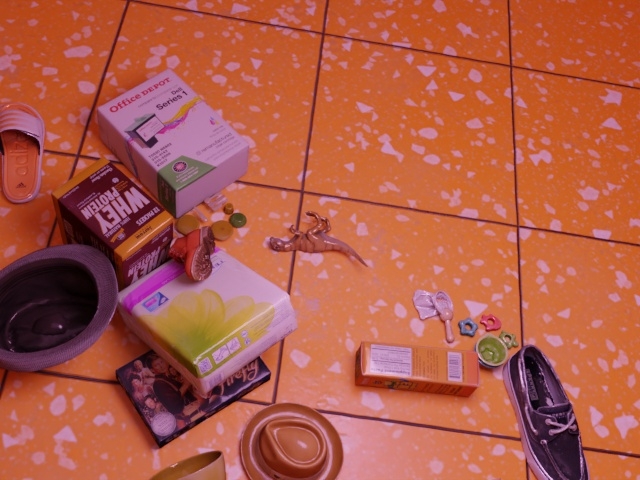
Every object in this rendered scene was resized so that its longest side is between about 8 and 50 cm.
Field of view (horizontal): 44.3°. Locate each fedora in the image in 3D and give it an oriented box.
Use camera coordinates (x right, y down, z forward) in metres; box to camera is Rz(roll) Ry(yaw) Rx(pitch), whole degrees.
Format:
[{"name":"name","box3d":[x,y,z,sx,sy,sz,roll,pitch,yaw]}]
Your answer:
[{"name":"fedora","box3d":[-0.049,0.373,1.425,0.195,0.079,0.194,4,58,-6]},{"name":"fedora","box3d":[-0.495,0.140,1.464,0.276,0.124,0.243,-22,62,-8]}]

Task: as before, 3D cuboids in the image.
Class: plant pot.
[{"name":"plant pot","box3d":[-0.215,0.433,1.347,0.134,0.134,0.095,-20,91,-20]}]

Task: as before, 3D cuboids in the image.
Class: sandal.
[{"name":"sandal","box3d":[-0.641,-0.206,1.678,0.102,0.076,0.265,-8,61,-14]}]

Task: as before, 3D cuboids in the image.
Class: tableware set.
[{"name":"tableware set","box3d":[-0.237,-0.031,1.672,0.154,0.024,0.104,-38,75,-28]}]

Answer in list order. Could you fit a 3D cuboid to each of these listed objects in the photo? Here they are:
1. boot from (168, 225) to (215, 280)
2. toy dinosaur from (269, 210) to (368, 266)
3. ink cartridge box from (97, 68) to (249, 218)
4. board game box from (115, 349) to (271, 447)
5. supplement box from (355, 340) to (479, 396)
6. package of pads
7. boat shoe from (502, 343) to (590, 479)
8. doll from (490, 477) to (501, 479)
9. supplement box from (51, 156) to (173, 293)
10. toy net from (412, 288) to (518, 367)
[{"name":"boot","box3d":[-0.248,0.032,1.481,0.085,0.059,0.158,-13,28,5]},{"name":"toy dinosaur","box3d":[0.000,0.000,1.678,0.212,0.064,0.112,4,77,4]},{"name":"ink cartridge box","box3d":[-0.322,-0.216,1.711,0.201,0.117,0.278,-37,71,-26]},{"name":"board game box","box3d":[-0.239,0.255,1.486,0.243,0.042,0.165,-30,68,-24]},{"name":"supplement box","box3d":[0.187,0.251,1.538,0.234,0.078,0.080,8,62,-4]},{"name":"package of pads","box3d":[-0.212,0.131,1.467,0.229,0.101,0.297,-34,42,-26]},{"name":"boat shoe","box3d":[0.444,0.344,1.508,0.108,0.102,0.301,-6,60,-13]},{"name":"doll","box3d":[0.314,0.531,1.408,0.129,0.046,0.188,-5,66,-23]},{"name":"supplement box","box3d":[-0.401,-0.019,1.537,0.194,0.191,0.129,40,61,14]},{"name":"toy net","box3d":[0.299,0.163,1.627,0.232,0.045,0.122,40,62,15]}]
